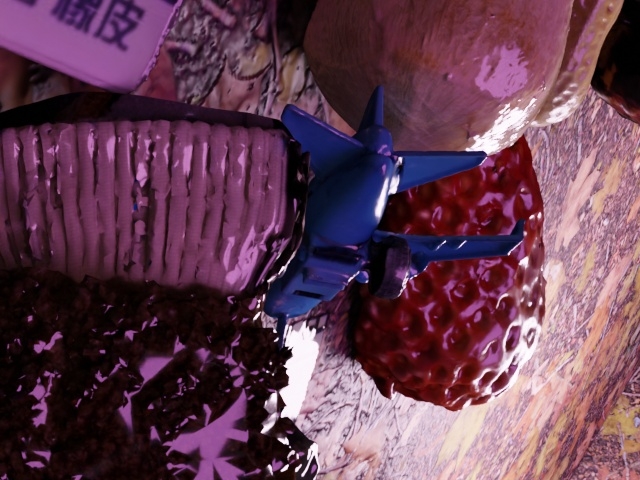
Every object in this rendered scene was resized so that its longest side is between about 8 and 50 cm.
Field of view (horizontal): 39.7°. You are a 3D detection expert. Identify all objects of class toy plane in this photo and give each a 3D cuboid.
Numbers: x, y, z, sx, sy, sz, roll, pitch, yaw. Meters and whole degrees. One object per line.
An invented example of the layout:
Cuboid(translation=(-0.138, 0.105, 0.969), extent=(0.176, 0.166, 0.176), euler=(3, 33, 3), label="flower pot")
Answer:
Cuboid(translation=(0.000, 0.000, 0.611), extent=(0.271, 0.254, 0.105), euler=(119, -21, -53), label="toy plane")

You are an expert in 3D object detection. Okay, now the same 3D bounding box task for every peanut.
Cuboid(translation=(0.252, -0.221, 0.907), extent=(0.108, 0.095, 0.226), euler=(-22, 132, -46), label="peanut")

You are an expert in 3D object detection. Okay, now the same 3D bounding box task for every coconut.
Cuboid(translation=(0.081, -0.140, 0.613), extent=(0.194, 0.194, 0.194), euler=(-39, 143, -37), label="coconut")

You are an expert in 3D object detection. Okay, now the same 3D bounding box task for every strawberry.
Cuboid(translation=(0.161, 0.027, 0.909), extent=(0.265, 0.149, 0.336), euler=(-33, 138, -41), label="strawberry")

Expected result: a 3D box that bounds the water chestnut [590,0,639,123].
Cuboid(translation=(0.417, -0.258, 0.985), extent=(0.300, 0.300, 0.300), euler=(-39, 143, -37), label="water chestnut")

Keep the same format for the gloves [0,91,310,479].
Cuboid(translation=(-0.112, 0.086, 0.424), extent=(0.210, 0.135, 0.312), euler=(4, 87, -28), label="gloves")

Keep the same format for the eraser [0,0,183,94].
Cuboid(translation=(-0.138, -0.148, 0.355), extent=(0.210, 0.068, 0.124), euler=(15, 102, -61), label="eraser")

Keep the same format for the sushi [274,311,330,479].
Cuboid(translation=(-0.094, 0.240, 0.712), extent=(0.373, 0.100, 0.296), euler=(-11, 122, -56), label="sushi")

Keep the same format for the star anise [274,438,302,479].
Cuboid(translation=(-0.085, 0.146, 0.596), extent=(0.099, 0.220, 0.214), euler=(-21, 153, 16), label="star anise")
